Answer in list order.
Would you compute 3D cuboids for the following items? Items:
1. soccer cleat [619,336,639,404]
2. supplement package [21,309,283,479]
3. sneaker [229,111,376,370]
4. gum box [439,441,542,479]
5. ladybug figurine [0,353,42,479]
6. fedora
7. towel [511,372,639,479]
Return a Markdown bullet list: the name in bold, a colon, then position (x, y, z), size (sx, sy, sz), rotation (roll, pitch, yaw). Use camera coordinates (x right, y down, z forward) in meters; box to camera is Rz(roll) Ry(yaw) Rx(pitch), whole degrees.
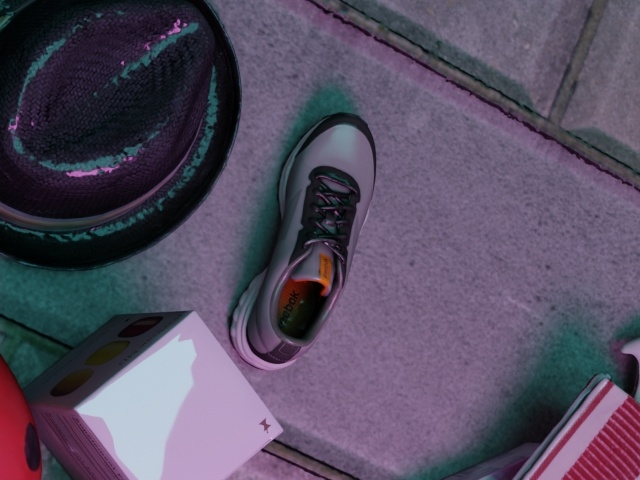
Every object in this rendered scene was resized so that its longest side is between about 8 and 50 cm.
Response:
- **soccer cleat**: position (0.378, 0.195, 1.733), size (0.076, 0.068, 0.196), rotation (-11, 99, 7)
- **supplement package**: position (-0.160, 0.154, 1.402), size (0.139, 0.244, 0.134), rotation (-40, 102, -21)
- **sneaker**: position (0.000, 0.000, 1.557), size (0.100, 0.108, 0.272), rotation (23, 77, -18)
- **gum box**: position (0.180, 0.290, 1.635), size (0.188, 0.062, 0.107), rotation (-20, 95, -23)
- **ladybug figurine**: position (-0.382, 0.165, 1.272), size (0.449, 0.162, 0.305), rotation (30, 74, -49)
- **fedora**: position (-0.206, -0.133, 1.453), size (0.334, 0.152, 0.334), rotation (2, 86, -23)
- **towel**: position (0.306, 0.317, 1.644), size (0.237, 0.037, 0.329), rotation (-50, 121, -11)
